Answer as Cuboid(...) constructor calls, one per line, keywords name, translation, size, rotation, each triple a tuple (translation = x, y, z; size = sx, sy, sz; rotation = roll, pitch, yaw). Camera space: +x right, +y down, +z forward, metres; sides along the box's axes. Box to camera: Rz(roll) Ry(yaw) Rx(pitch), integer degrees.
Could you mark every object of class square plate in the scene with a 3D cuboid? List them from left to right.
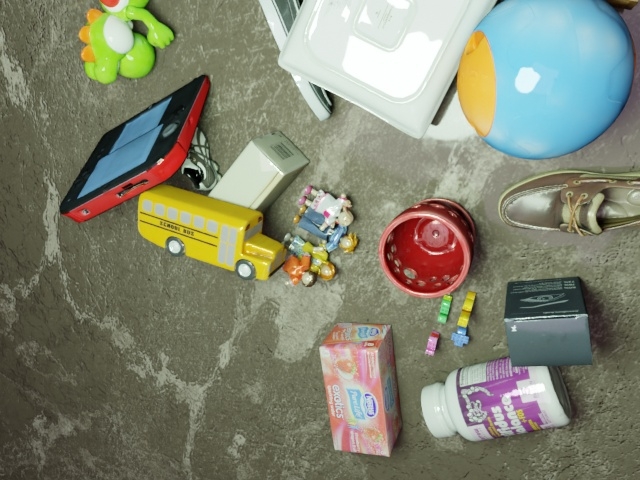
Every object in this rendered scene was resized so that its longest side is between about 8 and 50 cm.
Cuboid(name="square plate", translation=(0.122, -0.422, 1.035), size=(0.344, 0.049, 0.347), rotation=(29, 113, 5))

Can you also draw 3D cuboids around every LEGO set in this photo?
Cuboid(name="LEGO set", translation=(0.307, 0.184, 1.254), size=(0.087, 0.093, 0.227), rotation=(14, 113, 17))

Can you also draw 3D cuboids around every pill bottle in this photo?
Cuboid(name="pill bottle", translation=(0.393, 0.363, 1.240), size=(0.301, 0.169, 0.169), rotation=(-23, 98, 27))

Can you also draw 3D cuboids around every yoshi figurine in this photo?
Cuboid(name="yoshi figurine", translation=(-0.448, -0.545, 1.295), size=(0.203, 0.203, 0.362), rotation=(17, 103, -28))

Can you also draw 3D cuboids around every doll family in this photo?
Cuboid(name="doll family", translation=(0.000, 0.000, 1.322), size=(0.163, 0.118, 0.263), rotation=(33, 99, 15))

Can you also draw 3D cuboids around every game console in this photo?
Cuboid(name="game console", translation=(-0.446, -0.223, 1.303), size=(0.386, 0.342, 0.060), rotation=(-20, 136, 27))

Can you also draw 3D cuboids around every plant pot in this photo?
Cuboid(name="plant pot", translation=(0.237, 0.007, 1.175), size=(0.191, 0.174, 0.191), rotation=(7, 110, 19))

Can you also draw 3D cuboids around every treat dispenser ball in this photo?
Cuboid(name="treat dispenser ball", translation=(0.387, -0.286, 0.947), size=(0.288, 0.288, 0.288), rotation=(7, 111, 20))

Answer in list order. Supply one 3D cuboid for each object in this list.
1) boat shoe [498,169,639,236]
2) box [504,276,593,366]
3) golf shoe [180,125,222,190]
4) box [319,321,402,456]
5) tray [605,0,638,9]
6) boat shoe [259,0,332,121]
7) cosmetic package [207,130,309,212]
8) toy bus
Cuboid(name="boat shoe", translation=(0.523, -0.069, 1.060), size=(0.342, 0.123, 0.123), rotation=(-1, 108, 22))
Cuboid(name="box", translation=(0.465, 0.164, 1.117), size=(0.153, 0.207, 0.108), rotation=(-7, 105, 24))
Cuboid(name="golf shoe", translation=(-0.323, -0.218, 1.373), size=(0.077, 0.094, 0.198), rotation=(-28, 95, 29))
Cuboid(name="box", translation=(0.108, 0.373, 1.374), size=(0.154, 0.142, 0.300), rotation=(-1, 108, 22))
Cuboid(name="tray", translation=(0.489, -0.617, 0.882), size=(0.203, 0.076, 0.411), rotation=(20, 107, 15))
Cuboid(name="boat shoe", translation=(-0.029, -0.415, 1.176), size=(0.105, 0.113, 0.306), rotation=(-24, 100, 8))
Cuboid(name="cosmetic package", translation=(-0.182, -0.109, 1.316), size=(0.113, 0.160, 0.309), rotation=(45, 119, 2))
Cuboid(name="toy bus", translation=(-0.241, -0.020, 1.223), size=(0.332, 0.108, 0.130), rotation=(16, 113, 15))
